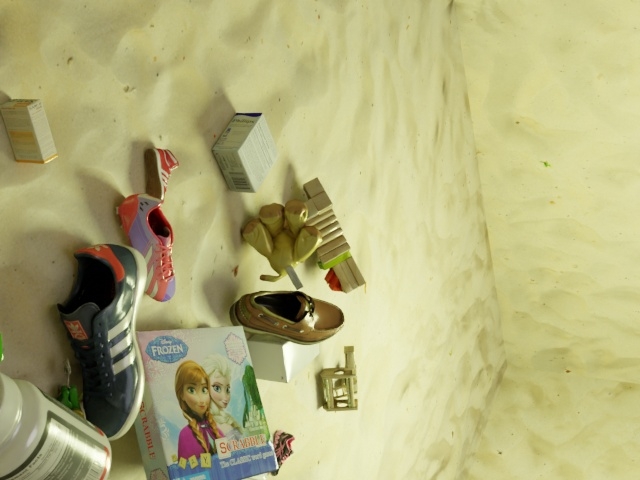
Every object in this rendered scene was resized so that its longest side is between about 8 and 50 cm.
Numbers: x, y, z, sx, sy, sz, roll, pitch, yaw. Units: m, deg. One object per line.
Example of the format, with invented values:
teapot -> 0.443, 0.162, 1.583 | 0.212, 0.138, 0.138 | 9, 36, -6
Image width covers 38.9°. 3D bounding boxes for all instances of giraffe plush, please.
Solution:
giraffe plush -> -0.076, 0.000, 2.185 | 0.170, 0.181, 0.210 | -65, 144, -77

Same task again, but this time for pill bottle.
pill bottle -> -0.468, 0.314, 1.420 | 0.283, 0.161, 0.161 | 56, 46, -51

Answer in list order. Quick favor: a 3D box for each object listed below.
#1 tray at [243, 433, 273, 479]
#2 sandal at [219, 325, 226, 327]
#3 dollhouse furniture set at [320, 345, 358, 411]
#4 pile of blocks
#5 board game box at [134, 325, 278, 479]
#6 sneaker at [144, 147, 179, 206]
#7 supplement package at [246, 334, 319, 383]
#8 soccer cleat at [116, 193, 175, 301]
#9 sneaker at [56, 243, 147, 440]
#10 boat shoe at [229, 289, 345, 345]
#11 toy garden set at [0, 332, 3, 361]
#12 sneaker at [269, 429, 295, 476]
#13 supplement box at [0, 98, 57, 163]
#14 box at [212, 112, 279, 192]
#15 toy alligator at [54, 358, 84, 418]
tray -> -0.182, 0.519, 2.179 | 0.270, 0.030, 0.145 | 39, 59, -59
sandal -> -0.256, 0.292, 1.969 | 0.079, 0.088, 0.240 | 26, 59, -29
dollhouse furniture set -> 0.051, 0.371, 2.596 | 0.161, 0.101, 0.181 | -84, 170, -73
pile of blocks -> 0.000, 0.000, 2.407 | 0.113, 0.149, 0.362 | -28, 119, -9
board game box -> -0.239, 0.333, 1.808 | 0.319, 0.066, 0.318 | 3, 67, -56
sneaker -> -0.312, -0.125, 1.795 | 0.067, 0.042, 0.118 | -16, 106, -59
supplement package -> -0.090, 0.264, 2.237 | 0.179, 0.105, 0.105 | -36, 126, -58
soccer cleat -> -0.317, 0.021, 1.749 | 0.083, 0.095, 0.248 | -53, 139, -47
sneaker -> -0.397, 0.176, 1.590 | 0.148, 0.131, 0.350 | 16, 71, -63
boat shoe -> -0.056, 0.176, 2.128 | 0.307, 0.104, 0.110 | 4, 60, -35
toy garden set -> -0.555, 0.062, 1.294 | 0.204, 0.049, 0.244 | 2, 82, -64
sneaker -> -0.097, 0.547, 2.324 | 0.047, 0.057, 0.119 | 47, 54, -59
supplement box -> -0.467, -0.175, 1.451 | 0.036, 0.062, 0.098 | -46, 135, -51
box -> -0.167, -0.199, 2.041 | 0.137, 0.072, 0.126 | -62, 145, -38
toy alligator -> -0.446, 0.296, 1.590 | 0.051, 0.056, 0.189 | -16, 115, -19
